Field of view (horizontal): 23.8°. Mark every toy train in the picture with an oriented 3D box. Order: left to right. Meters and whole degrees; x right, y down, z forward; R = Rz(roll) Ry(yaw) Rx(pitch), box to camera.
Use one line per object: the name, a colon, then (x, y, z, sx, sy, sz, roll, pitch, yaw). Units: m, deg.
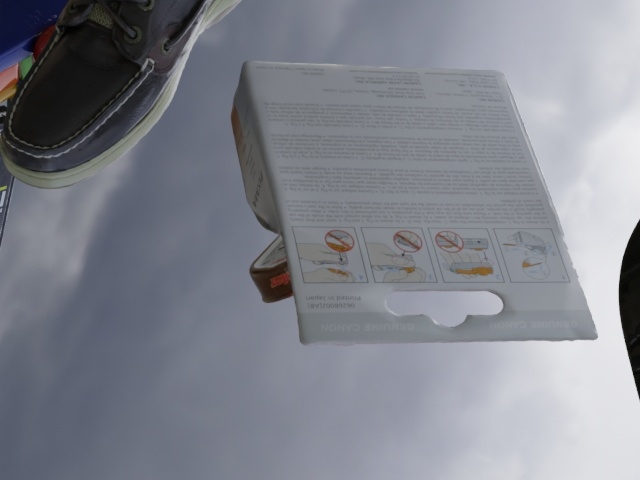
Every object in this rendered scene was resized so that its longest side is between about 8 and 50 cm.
toy train: (-0.305, -0.107, 1.216, 0.248, 0.105, 0.143, -34, 157, -22)

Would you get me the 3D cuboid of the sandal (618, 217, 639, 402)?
sandal: (0.287, 0.091, 1.113, 0.086, 0.120, 0.303, -29, 118, -61)

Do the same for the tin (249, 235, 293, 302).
tin: (0.000, 0.000, 1.397, 0.106, 0.040, 0.190, -28, -170, 28)

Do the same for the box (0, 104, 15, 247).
box: (-0.407, -0.041, 1.594, 0.045, 0.190, 0.184, 33, -59, 29)

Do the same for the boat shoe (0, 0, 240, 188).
boat shoe: (-0.098, -0.127, 0.810, 0.223, 0.080, 0.073, -53, 156, -24)

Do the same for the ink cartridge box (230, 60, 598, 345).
ink cartridge box: (0.041, -0.012, 0.738, 0.045, 0.145, 0.179, 109, -24, -49)
